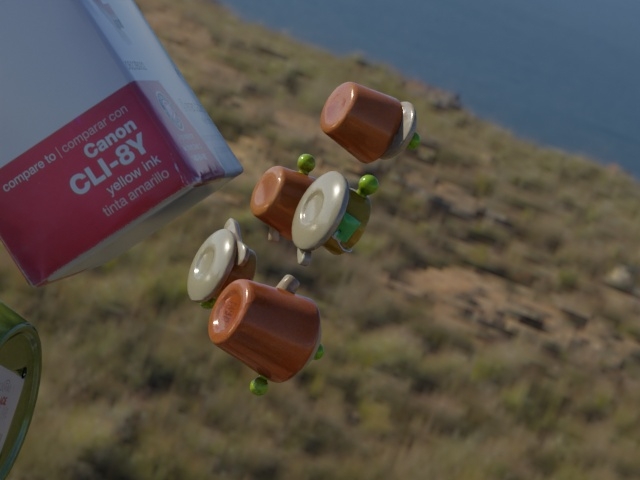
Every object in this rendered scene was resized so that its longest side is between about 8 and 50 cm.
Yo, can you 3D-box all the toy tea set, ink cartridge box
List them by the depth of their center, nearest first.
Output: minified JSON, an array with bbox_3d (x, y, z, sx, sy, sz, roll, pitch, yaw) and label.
[{"bbox_3d":[-0.244,-0.171,1.338,0.384,0.160,0.279,57,7,-1],"label":"ink cartridge box"},{"bbox_3d":[0.000,0.000,1.695,0.124,0.336,0.200,27,27,-28],"label":"toy tea set"}]

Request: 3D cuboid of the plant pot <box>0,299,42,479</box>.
[{"bbox_3d":[-0.359,0.086,1.156,0.293,0.274,0.275,15,13,9],"label":"plant pot"}]
